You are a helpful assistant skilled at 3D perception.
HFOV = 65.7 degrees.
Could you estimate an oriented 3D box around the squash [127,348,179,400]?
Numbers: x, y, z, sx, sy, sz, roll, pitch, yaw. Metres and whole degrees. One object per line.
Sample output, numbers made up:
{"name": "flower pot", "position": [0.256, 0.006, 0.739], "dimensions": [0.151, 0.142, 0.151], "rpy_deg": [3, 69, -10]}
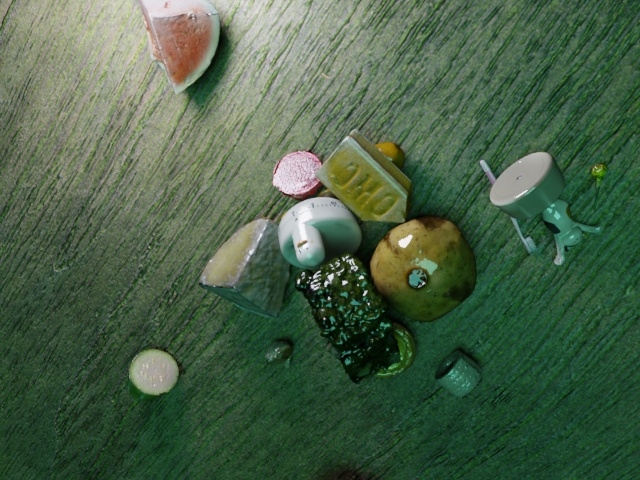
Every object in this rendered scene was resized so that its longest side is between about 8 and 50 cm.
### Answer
{"name": "squash", "position": [-0.583, 0.473, 1.697], "dimensions": [0.170, 0.170, 0.123], "rpy_deg": [39, 123, 2]}

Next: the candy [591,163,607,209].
{"name": "candy", "position": [0.704, -0.136, 1.256], "dimensions": [0.035, 0.035, 0.123], "rpy_deg": [4, 115, 25]}

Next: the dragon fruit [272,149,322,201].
{"name": "dragon fruit", "position": [-0.054, -0.173, 1.421], "dimensions": [0.153, 0.111, 0.153], "rpy_deg": [-3, 65, 7]}

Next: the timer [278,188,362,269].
{"name": "timer", "position": [0.000, 0.000, 1.359], "dimensions": [0.233, 0.240, 0.233], "rpy_deg": [-8, 142, -6]}

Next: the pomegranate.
{"name": "pomegranate", "position": [0.274, 0.070, 1.301], "dimensions": [0.281, 0.281, 0.281], "rpy_deg": [4, 106, 14]}

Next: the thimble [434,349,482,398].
{"name": "thimble", "position": [0.400, 0.388, 1.435], "dimensions": [0.090, 0.102, 0.115], "rpy_deg": [41, 118, 1]}

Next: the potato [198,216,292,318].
{"name": "potato", "position": [-0.205, 0.078, 1.524], "dimensions": [0.189, 0.211, 0.264], "rpy_deg": [10, 71, 49]}

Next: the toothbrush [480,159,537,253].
{"name": "toothbrush", "position": [0.503, -0.092, 1.323], "dimensions": [0.025, 0.020, 0.286], "rpy_deg": [-30, 96, 12]}

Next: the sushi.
{"name": "sushi", "position": [0.084, 0.211, 1.289], "dimensions": [0.178, 0.352, 0.294], "rpy_deg": [-28, 64, -2]}

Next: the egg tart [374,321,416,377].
{"name": "egg tart", "position": [0.194, 0.322, 1.487], "dimensions": [0.191, 0.074, 0.191], "rpy_deg": [3, 104, 13]}

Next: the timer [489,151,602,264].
{"name": "timer", "position": [0.582, -0.072, 1.254], "dimensions": [0.266, 0.175, 0.175], "rpy_deg": [42, 112, -15]}

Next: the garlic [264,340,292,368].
{"name": "garlic", "position": [-0.139, 0.364, 1.588], "dimensions": [0.113, 0.094, 0.074], "rpy_deg": [-59, 45, 26]}

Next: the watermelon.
{"name": "watermelon", "position": [-0.402, -0.563, 1.367], "dimensions": [0.256, 0.176, 0.260], "rpy_deg": [13, 130, 19]}

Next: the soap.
{"name": "soap", "position": [0.129, -0.144, 1.298], "dimensions": [0.257, 0.080, 0.160], "rpy_deg": [43, 128, -2]}

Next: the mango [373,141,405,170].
{"name": "mango", "position": [0.145, -0.204, 1.357], "dimensions": [0.184, 0.085, 0.102], "rpy_deg": [-24, 100, 30]}
